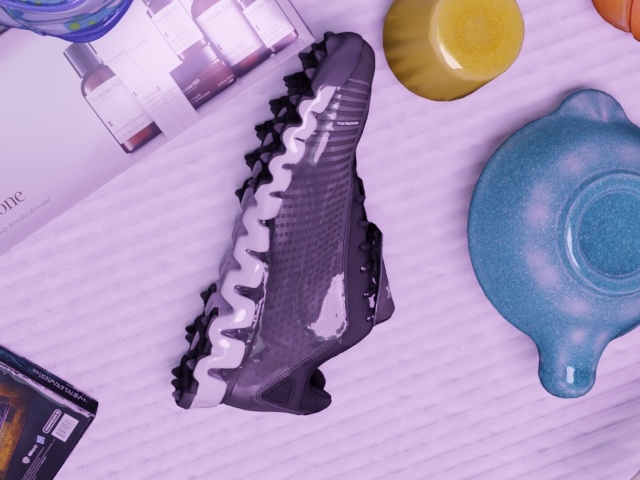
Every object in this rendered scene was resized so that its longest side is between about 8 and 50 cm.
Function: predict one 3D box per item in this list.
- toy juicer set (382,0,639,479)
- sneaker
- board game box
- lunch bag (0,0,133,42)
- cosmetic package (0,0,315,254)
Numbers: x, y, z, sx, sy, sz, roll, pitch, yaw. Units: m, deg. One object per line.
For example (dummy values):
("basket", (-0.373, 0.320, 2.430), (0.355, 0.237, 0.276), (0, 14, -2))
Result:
("toy juicer set", (0.182, -0.020, 0.742), (0.209, 0.089, 0.329), (-24, 98, -11))
("sneaker", (0.000, 0.000, 0.735), (0.106, 0.078, 0.234), (17, 108, -12))
("board game box", (-0.234, 0.141, 0.779), (0.126, 0.026, 0.186), (33, 101, -12))
("lunch bag", (-0.177, -0.200, 0.626), (0.219, 0.090, 0.176), (13, 91, 7))
("cosmetic package", (-0.129, -0.083, 0.706), (0.239, 0.060, 0.099), (-34, 105, 5))
